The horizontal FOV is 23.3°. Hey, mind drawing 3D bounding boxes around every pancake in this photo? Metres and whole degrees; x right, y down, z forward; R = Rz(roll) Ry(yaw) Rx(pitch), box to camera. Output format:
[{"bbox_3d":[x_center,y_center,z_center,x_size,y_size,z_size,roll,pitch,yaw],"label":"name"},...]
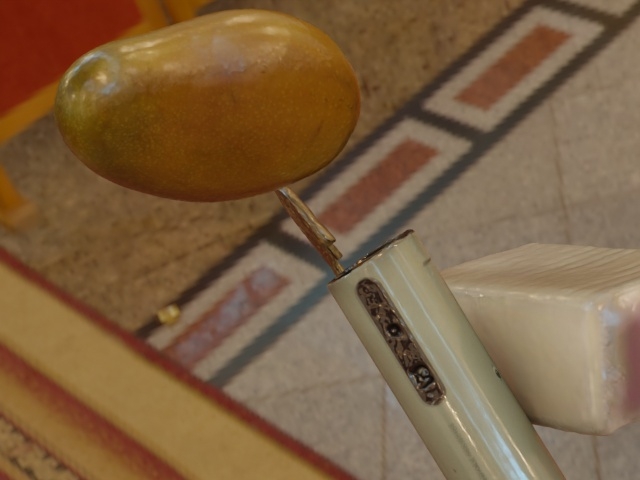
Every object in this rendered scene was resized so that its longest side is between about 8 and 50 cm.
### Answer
[{"bbox_3d":[0.000,0.000,1.779,0.020,0.184,0.190,-37,14,-3],"label":"pancake"}]

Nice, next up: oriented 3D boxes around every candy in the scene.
[{"bbox_3d":[0.260,0.095,1.649,0.208,0.145,0.359,-18,11,-27],"label":"candy"}]

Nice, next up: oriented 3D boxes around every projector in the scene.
[{"bbox_3d":[0.136,0.156,1.562,0.108,0.337,0.108,-32,0,0],"label":"projector"}]

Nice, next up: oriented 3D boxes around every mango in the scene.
[{"bbox_3d":[-0.073,-0.085,0.992,0.227,0.136,0.099,-6,46,-43],"label":"mango"}]
